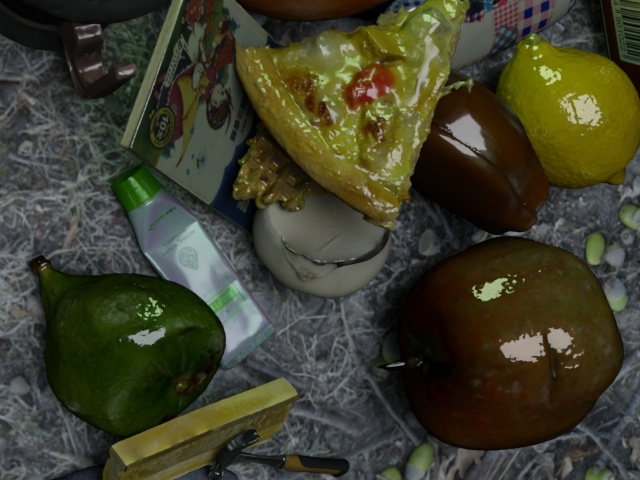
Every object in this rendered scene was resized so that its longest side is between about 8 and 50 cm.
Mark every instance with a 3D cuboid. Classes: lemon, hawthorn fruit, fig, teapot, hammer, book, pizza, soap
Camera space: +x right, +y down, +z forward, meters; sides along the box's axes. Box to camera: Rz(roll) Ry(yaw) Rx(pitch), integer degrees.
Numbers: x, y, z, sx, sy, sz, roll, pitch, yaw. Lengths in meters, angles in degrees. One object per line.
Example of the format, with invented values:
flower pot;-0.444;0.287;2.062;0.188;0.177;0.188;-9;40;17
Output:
lemon;0.326;-0.165;1.906;0.187;0.187;0.244;-49;113;-17
hawthorn fruit;0.211;0.139;1.805;0.300;0.268;0.268;-15;93;-14
fig;-0.244;0.103;1.686;0.203;0.203;0.235;-36;58;-20
teapot;-0.264;-0.314;1.577;0.253;0.344;0.300;-16;92;-19
hammer;-0.041;0.270;1.783;0.201;0.021;0.078;12;123;-39
book;-0.113;-0.156;1.700;0.322;0.018;0.228;35;71;-61
pizza;0.061;-0.195;1.676;0.280;0.075;0.288;40;80;9
soap;-0.142;0.237;1.718;0.252;0.092;0.037;-19;59;-35

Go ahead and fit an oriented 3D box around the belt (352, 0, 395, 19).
belt;0.076;-0.347;1.878;0.140;0.058;0.105;-44;107;-19

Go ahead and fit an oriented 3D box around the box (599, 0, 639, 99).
box;0.566;-0.385;1.994;0.385;0.122;0.345;-25;117;-21

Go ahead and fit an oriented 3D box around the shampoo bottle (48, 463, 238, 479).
shampoo bottle;-0.213;0.310;1.731;0.233;0.049;0.087;6;75;-22

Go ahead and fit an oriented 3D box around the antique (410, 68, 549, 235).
antique;0.163;-0.121;1.814;0.278;0.223;0.129;34;77;-9

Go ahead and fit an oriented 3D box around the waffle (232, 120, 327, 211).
waffle;-0.042;-0.128;1.750;0.160;0.046;0.192;0;75;-30

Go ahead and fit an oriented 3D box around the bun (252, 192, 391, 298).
bun;0.000;0.000;1.795;0.172;0.120;0.173;6;51;-8

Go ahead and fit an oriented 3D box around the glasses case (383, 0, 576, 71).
glasses case;0.214;-0.304;1.905;0.327;0.076;0.125;-26;131;-21

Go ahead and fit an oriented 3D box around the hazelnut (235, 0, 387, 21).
hazelnut;-0.020;-0.440;1.710;0.372;0.315;0.372;-2;53;3

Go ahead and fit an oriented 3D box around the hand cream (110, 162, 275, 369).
hand cream;-0.161;0.031;1.776;0.079;0.050;0.275;-32;106;7
